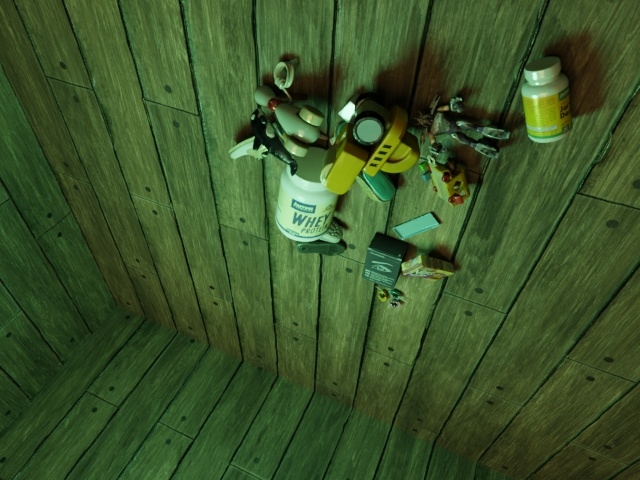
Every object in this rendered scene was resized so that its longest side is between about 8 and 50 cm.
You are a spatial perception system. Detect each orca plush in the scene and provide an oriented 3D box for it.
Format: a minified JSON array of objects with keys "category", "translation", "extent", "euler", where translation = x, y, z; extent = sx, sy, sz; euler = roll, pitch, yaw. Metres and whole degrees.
[{"category":"orca plush","translation":[-0.185,-0.339,1.671],"extent":[0.102,0.151,0.287],"euler":[-36,82,8]}]

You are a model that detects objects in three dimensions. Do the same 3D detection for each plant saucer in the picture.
[{"category":"plant saucer","translation":[0.378,-0.058,1.861],"extent":[0.067,0.018,0.192],"euler":[47,139,-18]}]

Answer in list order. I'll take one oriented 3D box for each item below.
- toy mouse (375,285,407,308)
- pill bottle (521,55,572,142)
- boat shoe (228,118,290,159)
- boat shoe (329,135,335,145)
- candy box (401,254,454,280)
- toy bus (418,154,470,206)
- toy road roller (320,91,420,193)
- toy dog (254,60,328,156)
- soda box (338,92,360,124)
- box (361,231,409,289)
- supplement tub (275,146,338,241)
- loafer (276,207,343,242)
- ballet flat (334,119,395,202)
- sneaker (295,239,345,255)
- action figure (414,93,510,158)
[{"category":"toy mouse","translation":[0.346,0.269,2.207],"extent":[0.143,0.031,0.161],"euler":[5,134,29]},{"category":"pill bottle","translation":[0.619,-0.386,1.289],"extent":[0.118,0.117,0.208],"euler":[-1,130,33]},{"category":"boat shoe","translation":[-0.245,-0.373,1.856],"extent":[0.302,0.113,0.103],"euler":[-16,116,41]},{"category":"boat shoe","translation":[0.075,-0.344,1.744],"extent":[0.035,0.035,0.100],"euler":[-15,116,44]},{"category":"candy box","translation":[0.435,0.113,1.904],"extent":[0.187,0.053,0.109],"euler":[12,151,-34]},{"category":"toy bus","translation":[0.434,-0.215,1.576],"extent":[0.191,0.104,0.202],"euler":[56,177,2]},{"category":"toy road roller","translation":[0.168,-0.282,1.511],"extent":[0.241,0.202,0.329],"euler":[26,126,-14]},{"category":"toy dog","translation":[-0.085,-0.434,1.644],"extent":[0.220,0.161,0.333],"euler":[-36,65,32]},{"category":"soda box","translation":[0.170,-0.395,1.603],"extent":[0.216,0.069,0.074],"euler":[41,140,-12]},{"category":"box","translation":[0.275,0.089,2.006],"extent":[0.153,0.108,0.207],"euler":[21,139,13]},{"category":"supplement tub","translation":[-0.047,-0.177,1.835],"extent":[0.235,0.235,0.324],"euler":[25,140,8]},{"category":"loafer","translation":[-0.048,-0.075,2.050],"extent":[0.319,0.112,0.111],"euler":[30,146,14]},{"category":"ballet flat","translation":[0.145,-0.280,1.717],"extent":[0.123,0.123,0.348],"euler":[-19,117,43]},{"category":"sneaker","translation":[0.000,0.000,2.120],"extent":[0.228,0.130,0.087],"euler":[5,136,-11]},{"category":"action figure","translation":[0.427,-0.345,1.459],"extent":[0.285,0.099,0.185],"euler":[18,122,5]}]
